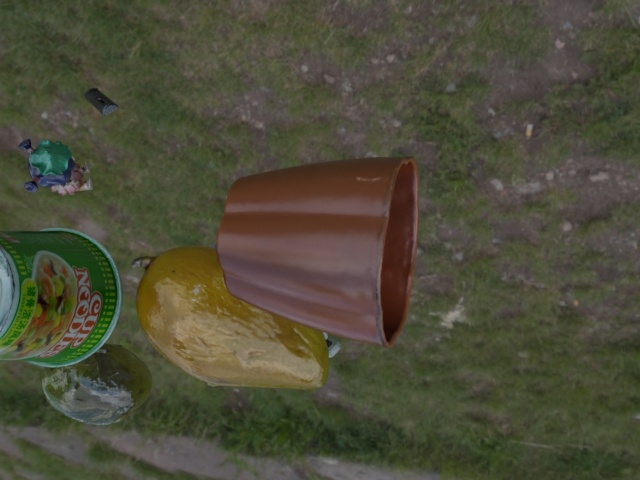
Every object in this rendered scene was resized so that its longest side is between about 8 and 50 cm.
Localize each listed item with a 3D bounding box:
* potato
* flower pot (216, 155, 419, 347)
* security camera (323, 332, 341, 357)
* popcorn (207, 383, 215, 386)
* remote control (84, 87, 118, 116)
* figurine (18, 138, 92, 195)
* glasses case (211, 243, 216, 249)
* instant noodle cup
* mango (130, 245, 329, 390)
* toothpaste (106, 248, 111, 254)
[{"bbox_3d":[-0.511,0.329,1.474,0.149,0.197,0.228,8,145,51],"label":"potato"},{"bbox_3d":[0.000,0.000,0.634,0.173,0.190,0.190,7,144,16],"label":"flower pot"},{"bbox_3d":[0.015,0.255,1.584,0.058,0.058,0.092,39,167,-28],"label":"security camera"},{"bbox_3d":[-0.158,0.148,1.138,0.216,0.181,0.235,-49,144,8],"label":"popcorn"},{"bbox_3d":[-0.391,-0.249,1.131,0.091,0.034,0.016,38,163,38],"label":"remote control"},{"bbox_3d":[-0.575,-0.147,1.393,0.102,0.111,0.195,-15,168,-6],"label":"figurine"},{"bbox_3d":[-0.111,0.062,1.369,0.283,0.109,0.067,8,-172,-31],"label":"glasses case"},{"bbox_3d":[-0.397,0.071,0.813,0.207,0.206,0.233,12,176,7],"label":"instant noodle cup"},{"bbox_3d":[-0.122,0.114,0.885,0.317,0.176,0.119,28,162,-12],"label":"mango"},{"bbox_3d":[-0.428,0.028,1.233,0.083,0.027,0.019,-5,-174,44],"label":"toothpaste"}]
